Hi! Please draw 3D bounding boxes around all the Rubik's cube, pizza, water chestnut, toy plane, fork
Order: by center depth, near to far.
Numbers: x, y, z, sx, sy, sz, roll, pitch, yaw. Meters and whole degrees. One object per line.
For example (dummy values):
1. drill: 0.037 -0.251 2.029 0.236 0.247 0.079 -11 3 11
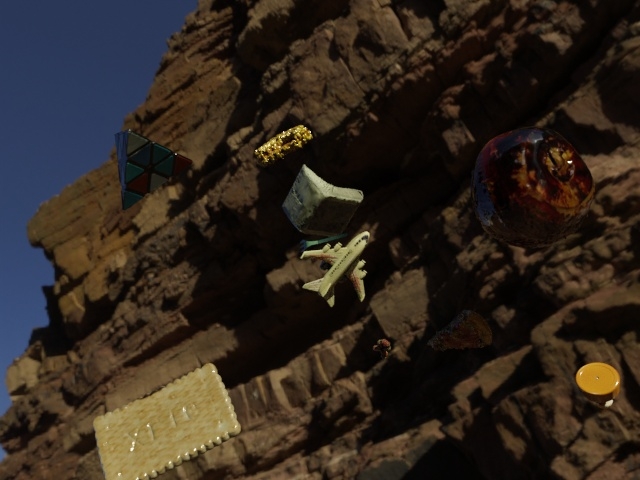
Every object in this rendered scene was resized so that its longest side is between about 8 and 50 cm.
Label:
1. water chestnut: 0.559 -0.138 1.485 0.351 0.350 0.302 -3 -12 -25
2. toy plane: 0.062 0.072 1.585 0.229 0.092 0.244 36 -90 -13
3. pizza: 0.417 0.296 1.640 0.199 0.062 0.188 -28 -52 24
4. fork: -0.002 0.000 1.659 0.021 0.039 0.235 -2 -10 -38
5. Rubik's cube: -0.535 -0.276 1.673 0.250 0.284 0.234 -5 -22 -9

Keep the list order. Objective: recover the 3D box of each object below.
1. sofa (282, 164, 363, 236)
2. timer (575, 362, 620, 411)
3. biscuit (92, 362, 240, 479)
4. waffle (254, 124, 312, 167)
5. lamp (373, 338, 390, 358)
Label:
1. sofa: 0.009 -0.138 2.000 0.226 0.176 0.210 3 -52 -37
2. timer: 0.935 0.505 1.797 0.132 0.132 0.152 -26 -62 7
3. biscuit: -0.369 0.446 1.291 0.325 0.217 0.044 -26 -37 -13
4. waffle: -0.119 -0.307 1.733 0.193 0.197 0.070 -33 -76 -11
5. lamp: 0.229 0.391 1.965 0.031 0.063 0.083 -49 -12 -45
